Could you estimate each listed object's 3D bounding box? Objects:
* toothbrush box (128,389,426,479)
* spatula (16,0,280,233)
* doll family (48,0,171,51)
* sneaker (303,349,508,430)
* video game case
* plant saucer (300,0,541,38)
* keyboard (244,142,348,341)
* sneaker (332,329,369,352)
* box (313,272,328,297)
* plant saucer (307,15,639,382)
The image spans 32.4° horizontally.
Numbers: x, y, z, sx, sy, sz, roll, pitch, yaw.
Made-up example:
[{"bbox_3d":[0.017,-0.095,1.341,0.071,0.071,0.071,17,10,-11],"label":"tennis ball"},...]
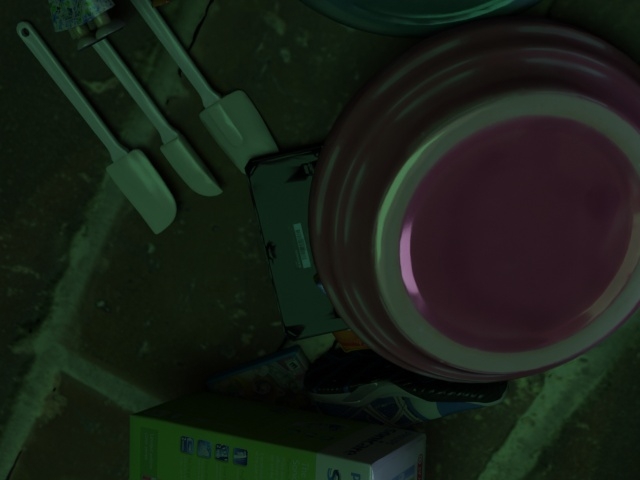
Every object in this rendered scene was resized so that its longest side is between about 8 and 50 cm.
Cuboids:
[{"bbox_3d":[-0.048,0.281,1.103,0.283,0.122,0.206,5,98,31],"label":"toothbrush box"},{"bbox_3d":[-0.165,-0.137,1.042,0.168,0.019,0.242,-27,107,27],"label":"spatula"},{"bbox_3d":[-0.176,-0.262,0.901,0.263,0.118,0.163,-21,104,25],"label":"doll family"},{"bbox_3d":[0.091,0.153,1.116,0.211,0.080,0.081,-3,126,27],"label":"sneaker"},{"bbox_3d":[-0.034,0.198,1.205,0.119,0.015,0.166,-22,113,24],"label":"video game case"},{"bbox_3d":[0.083,-0.274,0.821,0.317,0.044,0.318,1,136,1],"label":"plant saucer"},{"bbox_3d":[0.000,0.000,1.042,0.108,0.023,0.180,-12,99,8],"label":"keyboard"},{"bbox_3d":[0.095,0.077,1.083,0.175,0.064,0.067,-3,139,22],"label":"sneaker"},{"bbox_3d":[0.093,0.013,1.010,0.179,0.043,0.105,-44,100,2],"label":"box"},{"bbox_3d":[0.157,-0.016,0.922,0.332,0.084,0.332,-3,113,-8],"label":"plant saucer"}]
